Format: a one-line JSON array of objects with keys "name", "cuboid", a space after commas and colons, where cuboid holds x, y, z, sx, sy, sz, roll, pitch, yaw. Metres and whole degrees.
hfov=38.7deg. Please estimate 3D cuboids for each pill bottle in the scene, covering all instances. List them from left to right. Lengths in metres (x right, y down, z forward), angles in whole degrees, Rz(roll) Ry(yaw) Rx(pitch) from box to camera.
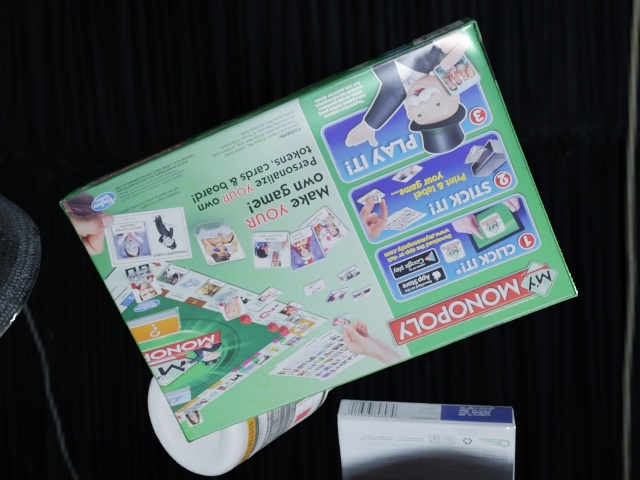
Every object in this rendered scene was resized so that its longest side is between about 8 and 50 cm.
[{"name": "pill bottle", "cuboid": [-0.086, 0.192, 1.247, 0.162, 0.162, 0.278, 0, -166, 37]}]

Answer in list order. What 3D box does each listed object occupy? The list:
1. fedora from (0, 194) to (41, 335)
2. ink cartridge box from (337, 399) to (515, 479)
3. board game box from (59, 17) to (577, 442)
[{"name": "fedora", "cuboid": [-0.425, 0.084, 0.908, 0.334, 0.152, 0.334, 0, -139, 0]}, {"name": "ink cartridge box", "cuboid": [0.139, 0.307, 1.186, 0.223, 0.224, 0.045, 1, -149, 10]}, {"name": "board game box", "cuboid": [0.000, 0.000, 0.673, 0.317, 0.213, 0.046, -22, -164, 8]}]
